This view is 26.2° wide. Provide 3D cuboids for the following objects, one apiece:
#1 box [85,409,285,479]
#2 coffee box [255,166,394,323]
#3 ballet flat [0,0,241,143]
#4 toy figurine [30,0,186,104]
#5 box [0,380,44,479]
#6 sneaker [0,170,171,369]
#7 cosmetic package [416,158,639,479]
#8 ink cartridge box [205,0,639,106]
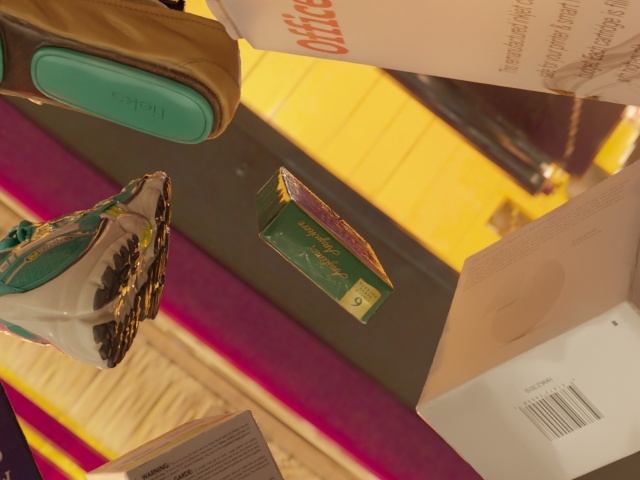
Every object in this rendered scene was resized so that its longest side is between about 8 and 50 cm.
[{"bbox_3d":[-0.111,0.214,1.140,0.103,0.114,0.203,64,160,1],"label":"box"},{"bbox_3d":[0.000,0.000,1.129,0.113,0.040,0.184,42,-174,-9],"label":"coffee box"},{"bbox_3d":[-0.153,-0.112,0.722,0.232,0.073,0.080,18,144,-6],"label":"ballet flat"},{"bbox_3d":[-0.210,-0.245,1.326,0.148,0.213,0.209,8,130,-2],"label":"toy figurine"},{"bbox_3d":[-0.145,0.164,0.425,0.108,0.153,0.207,-16,100,51],"label":"box"},{"bbox_3d":[-0.167,0.007,0.959,0.110,0.107,0.275,8,-168,4],"label":"sneaker"},{"bbox_3d":[0.229,0.076,1.197,0.224,0.224,0.138,-32,111,35],"label":"cosmetic package"},{"bbox_3d":[0.152,-0.148,0.506,0.395,0.166,0.285,9,176,6],"label":"ink cartridge box"}]
